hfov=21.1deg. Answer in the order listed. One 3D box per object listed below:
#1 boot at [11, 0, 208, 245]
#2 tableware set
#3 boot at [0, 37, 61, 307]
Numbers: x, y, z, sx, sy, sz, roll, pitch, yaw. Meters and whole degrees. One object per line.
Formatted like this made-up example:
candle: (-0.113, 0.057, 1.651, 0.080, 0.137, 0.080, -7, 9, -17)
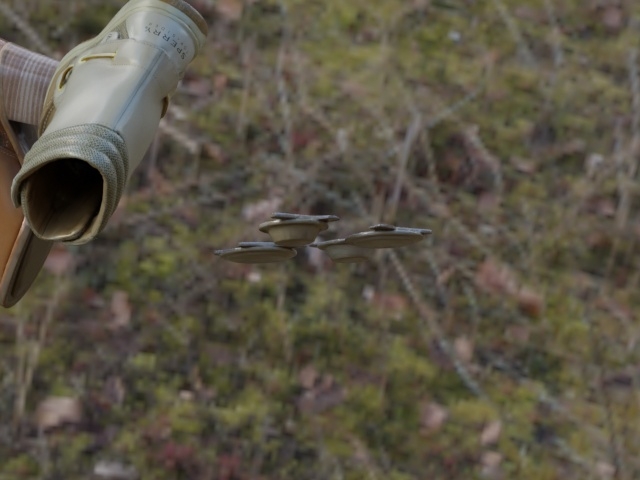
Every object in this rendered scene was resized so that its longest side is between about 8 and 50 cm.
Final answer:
boot: (-0.205, -0.077, 1.468, 0.095, 0.262, 0.203, 35, 54, -17)
tableware set: (0.000, 0.000, 1.396, 0.141, 0.020, 0.169, 2, -11, -22)
boot: (-0.387, -0.083, 1.832, 0.220, 0.283, 0.109, 13, 18, 9)
